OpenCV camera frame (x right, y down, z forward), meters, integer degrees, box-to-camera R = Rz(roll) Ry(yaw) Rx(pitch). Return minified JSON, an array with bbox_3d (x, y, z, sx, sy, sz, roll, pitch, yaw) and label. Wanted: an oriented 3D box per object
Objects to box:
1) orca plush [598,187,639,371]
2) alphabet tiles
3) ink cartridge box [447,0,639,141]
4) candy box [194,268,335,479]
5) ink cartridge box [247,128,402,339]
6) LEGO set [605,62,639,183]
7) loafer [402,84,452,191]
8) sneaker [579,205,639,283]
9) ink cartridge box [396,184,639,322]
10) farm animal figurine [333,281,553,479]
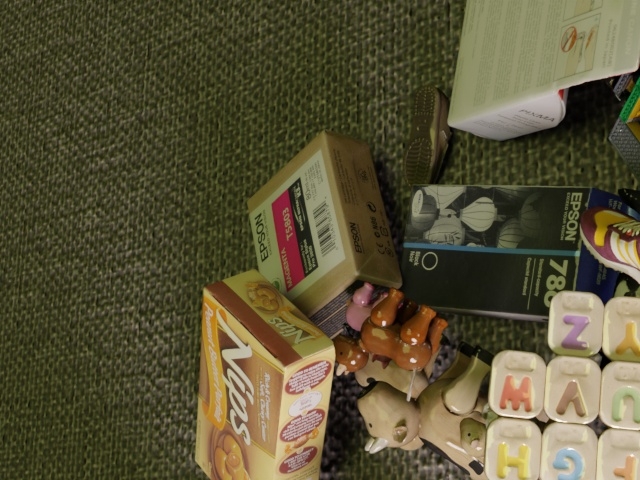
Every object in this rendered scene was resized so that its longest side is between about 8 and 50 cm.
[{"bbox_3d":[0.333,0.081,1.390,0.102,0.151,0.287,-9,70,36],"label":"orca plush"},{"bbox_3d":[0.313,0.193,1.270,0.284,0.021,0.278,5,80,6],"label":"alphabet tiles"},{"bbox_3d":[0.299,-0.298,1.461,0.385,0.091,0.308,-8,70,65],"label":"ink cartridge box"},{"bbox_3d":[-0.079,0.219,1.622,0.183,0.087,0.316,40,136,38],"label":"candy box"},{"bbox_3d":[0.000,0.000,1.683,0.193,0.088,0.234,-40,50,38],"label":"ink cartridge box"},{"bbox_3d":[0.466,-0.097,1.286,0.255,0.192,0.331,100,149,-43],"label":"LEGO set"},{"bbox_3d":[0.150,-0.134,1.664,0.056,0.050,0.148,21,107,44],"label":"loafer"},{"bbox_3d":[0.342,0.002,1.292,0.185,0.069,0.084,47,153,42],"label":"sneaker"},{"bbox_3d":[0.251,0.016,1.532,0.333,0.065,0.165,2,78,38],"label":"ink cartridge box"},{"bbox_3d":[0.133,0.196,1.469,0.327,0.330,0.172,32,86,11],"label":"farm animal figurine"}]
